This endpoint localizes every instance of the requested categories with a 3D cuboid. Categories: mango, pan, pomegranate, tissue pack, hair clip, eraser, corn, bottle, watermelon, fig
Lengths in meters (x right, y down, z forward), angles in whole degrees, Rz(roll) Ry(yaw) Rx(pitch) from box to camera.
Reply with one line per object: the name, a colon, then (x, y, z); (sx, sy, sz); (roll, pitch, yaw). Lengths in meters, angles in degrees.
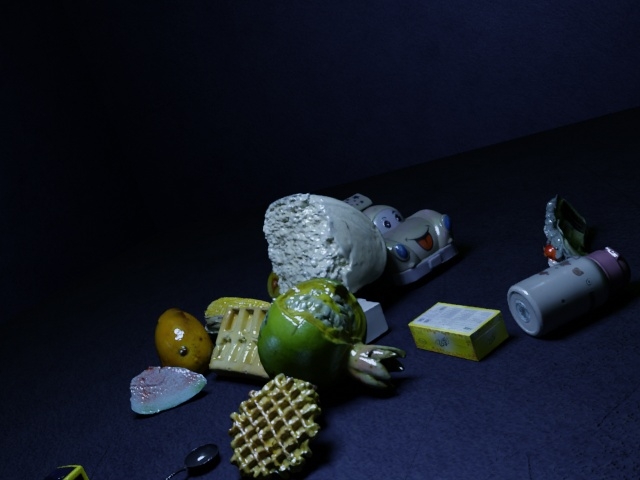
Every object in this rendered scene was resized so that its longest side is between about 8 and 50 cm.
mango: (-0.350, 0.254, 1.725); (0.136, 0.167, 0.236); (-19, 14, -15)
pan: (-0.232, 0.410, 1.237); (0.115, 0.024, 0.068); (-27, 16, -37)
pomegranate: (0.020, 0.208, 1.341); (0.301, 0.236, 0.236); (26, 36, 24)
tissue pack: (0.272, 0.179, 1.354); (0.095, 0.062, 0.176); (-30, 18, -30)
hair clip: (0.555, 0.002, 1.558); (0.091, 0.138, 0.321); (-47, 2, 27)
eraser: (0.023, 0.192, 1.610); (0.124, 0.081, 0.279); (-26, 15, -30)
corn: (-0.209, 0.216, 1.804); (0.305, 0.122, 0.123); (-3, 53, 57)
bottle: (0.483, 0.091, 1.304); (0.233, 0.110, 0.110); (-23, 14, -14)
watermelon: (-0.346, 0.337, 1.569); (0.180, 0.094, 0.081); (-4, 11, 1)
fig: (-0.058, 0.134, 1.915); (0.148, 0.186, 0.142); (-33, 43, 50)

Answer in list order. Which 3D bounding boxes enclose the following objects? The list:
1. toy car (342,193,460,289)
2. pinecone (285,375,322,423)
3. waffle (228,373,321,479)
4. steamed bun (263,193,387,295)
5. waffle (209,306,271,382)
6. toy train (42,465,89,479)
toy car: (0.180, -0.011, 1.880); (0.242, 0.226, 0.336); (-28, 14, -32)
pinecone: (-0.046, 0.304, 1.238); (0.102, 0.102, 0.109); (-11, 31, 32)
waffle: (-0.078, 0.320, 1.163); (0.191, 0.038, 0.191); (-18, 50, 23)
steamed bun: (0.000, 0.000, 1.677); (0.273, 0.272, 0.290); (-25, 18, -34)
waffle: (-0.150, 0.234, 1.563); (0.274, 0.057, 0.168); (-5, 61, 46)
toy train: (-0.433, 0.460, 1.110); (0.089, 0.127, 0.219); (-13, 14, 27)
